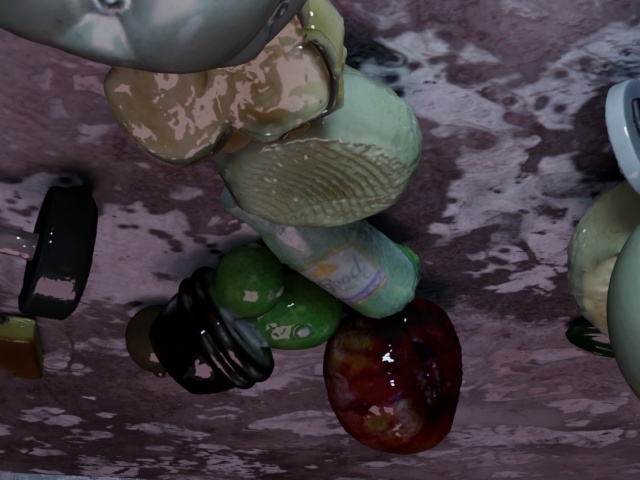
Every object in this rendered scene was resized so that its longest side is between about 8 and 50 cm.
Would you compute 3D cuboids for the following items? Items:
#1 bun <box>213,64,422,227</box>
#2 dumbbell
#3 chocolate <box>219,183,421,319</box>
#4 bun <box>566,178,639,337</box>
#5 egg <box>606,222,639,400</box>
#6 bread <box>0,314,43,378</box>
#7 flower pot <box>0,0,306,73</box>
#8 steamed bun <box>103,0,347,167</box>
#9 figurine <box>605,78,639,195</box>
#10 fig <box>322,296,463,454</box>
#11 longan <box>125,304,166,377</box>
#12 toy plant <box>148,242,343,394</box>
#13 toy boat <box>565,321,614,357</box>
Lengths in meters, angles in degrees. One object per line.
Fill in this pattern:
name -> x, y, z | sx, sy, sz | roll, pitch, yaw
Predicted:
bun -> -0.006, -0.095, 0.808 | 0.196, 0.118, 0.195 | -4, 157, -2
dumbbell -> -0.372, -0.003, 0.969 | 0.218, 0.152, 0.152 | 14, 151, -24
chocolate -> 0.000, 0.000, 1.030 | 0.110, 0.110, 0.291 | -18, 146, 34
bun -> 0.403, 0.011, 0.968 | 0.260, 0.152, 0.259 | 5, 145, 4
egg -> 0.352, 0.062, 0.740 | 0.218, 0.218, 0.295 | -14, 149, 28
bread -> -0.518, 0.184, 1.477 | 0.088, 0.049, 0.226 | 7, 154, -12
flower pot -> -0.092, -0.210, 0.443 | 0.246, 0.246, 0.195 | 11, 120, -19
steamed bun -> -0.081, -0.161, 0.669 | 0.178, 0.106, 0.192 | -23, 112, 21
figurine -> 0.384, -0.115, 0.739 | 0.176, 0.133, 0.236 | 13, 155, -42
fig -> 0.104, 0.188, 1.275 | 0.224, 0.223, 0.263 | 2, -170, -2
longan -> -0.250, 0.156, 1.342 | 0.106, 0.106, 0.119 | 2, 123, -1
toy plant -> -0.100, 0.107, 1.188 | 0.235, 0.175, 0.218 | -33, 139, 8
toy boat -> 0.494, 0.160, 1.390 | 0.210, 0.052, 0.104 | 5, 156, -6
